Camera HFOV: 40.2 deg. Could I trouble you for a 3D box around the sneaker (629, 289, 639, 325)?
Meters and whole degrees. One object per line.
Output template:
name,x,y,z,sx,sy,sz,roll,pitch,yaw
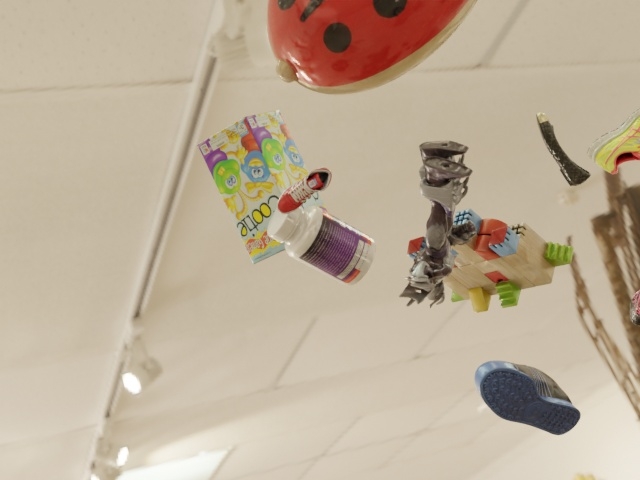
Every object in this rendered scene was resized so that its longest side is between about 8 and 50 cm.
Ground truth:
sneaker,0.541,0.105,1.459,0.057,0.047,0.119,-42,-30,-36

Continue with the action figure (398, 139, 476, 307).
action figure,0.191,-0.008,1.395,0.099,0.185,0.285,10,-56,16

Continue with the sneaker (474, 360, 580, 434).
sneaker,0.306,0.230,1.355,0.232,0.090,0.081,32,-77,-35

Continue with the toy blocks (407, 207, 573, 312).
toy blocks,0.406,0.028,2.237,0.261,0.191,0.381,37,-32,-27

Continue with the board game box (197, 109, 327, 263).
board game box,-0.113,-0.115,1.835,0.142,0.275,0.144,-25,2,32

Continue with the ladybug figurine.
ladybug figurine,0.086,-0.422,1.345,0.449,0.305,0.162,-51,-11,3

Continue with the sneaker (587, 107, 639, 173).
sneaker,0.717,-0.225,1.982,0.208,0.094,0.081,-38,-35,13

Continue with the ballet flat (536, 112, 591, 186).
ballet flat,0.498,-0.192,1.810,0.049,0.173,0.057,-31,3,18

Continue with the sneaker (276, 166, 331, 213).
sneaker,-0.028,-0.089,1.543,0.118,0.042,0.067,-40,6,-1

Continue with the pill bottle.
pill bottle,0.000,0.000,1.660,0.193,0.108,0.108,29,-48,-22
